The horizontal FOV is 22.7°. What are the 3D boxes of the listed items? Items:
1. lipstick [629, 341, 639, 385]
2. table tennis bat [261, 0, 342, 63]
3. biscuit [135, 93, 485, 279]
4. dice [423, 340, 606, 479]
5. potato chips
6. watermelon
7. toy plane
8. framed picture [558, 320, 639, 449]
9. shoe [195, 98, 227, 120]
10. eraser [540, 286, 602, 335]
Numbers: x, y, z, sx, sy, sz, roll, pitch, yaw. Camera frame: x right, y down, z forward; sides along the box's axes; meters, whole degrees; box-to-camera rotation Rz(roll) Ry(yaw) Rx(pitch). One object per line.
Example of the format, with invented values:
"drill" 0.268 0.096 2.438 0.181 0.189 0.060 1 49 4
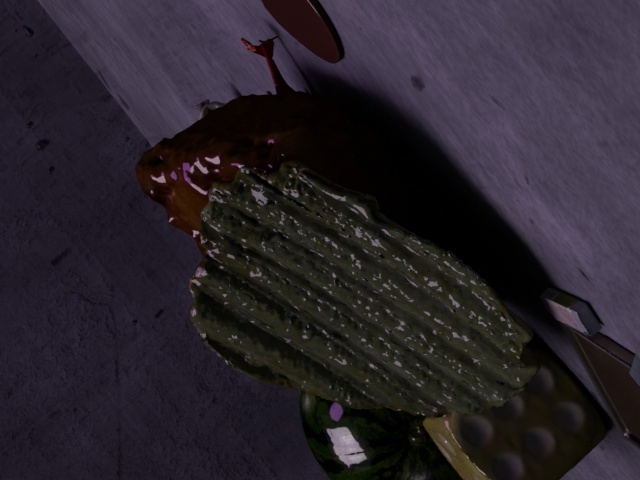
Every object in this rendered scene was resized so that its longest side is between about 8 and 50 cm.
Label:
"lipstick" 0.313 0.060 1.269 0.080 0.076 0.371 48 170 19
"table tennis bat" -0.066 -0.299 1.861 0.274 0.021 0.154 43 168 33
"biscuit" 0.000 0.000 2.002 0.343 0.166 0.395 1 134 51
"dice" 0.243 0.235 2.005 0.166 0.169 0.169 49 171 9
"potato chips" 0.039 0.082 1.847 0.429 0.070 0.358 30 139 0
"watermelon" 0.110 0.248 2.338 0.285 0.285 0.285 49 171 11
"toy plane" -0.047 -0.184 2.071 0.194 0.077 0.126 61 165 -12
"framed picture" 0.378 0.203 1.709 0.213 0.016 0.289 57 169 -32
"shoe" -0.087 -0.082 2.468 0.342 0.132 0.210 49 174 33
"eraser" 0.270 0.076 1.720 0.038 0.019 0.083 56 169 -21
